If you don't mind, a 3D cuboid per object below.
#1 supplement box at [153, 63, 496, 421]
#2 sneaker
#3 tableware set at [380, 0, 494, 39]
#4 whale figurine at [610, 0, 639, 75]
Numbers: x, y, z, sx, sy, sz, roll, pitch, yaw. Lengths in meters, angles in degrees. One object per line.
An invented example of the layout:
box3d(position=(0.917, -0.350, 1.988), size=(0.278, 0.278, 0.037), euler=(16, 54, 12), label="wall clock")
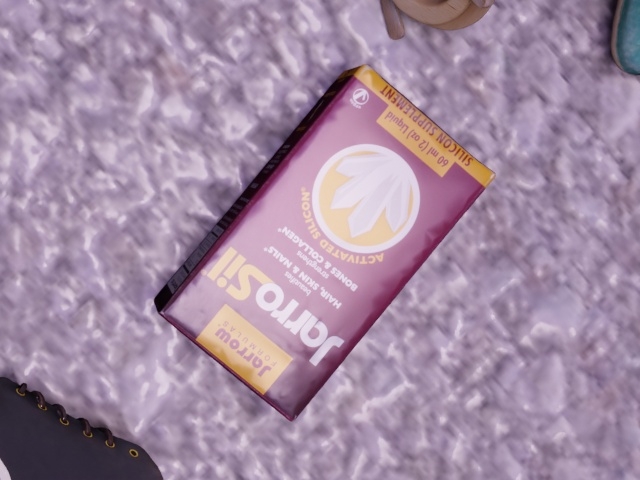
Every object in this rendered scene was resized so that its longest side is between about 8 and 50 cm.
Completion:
box3d(position=(0.000, 0.000, 0.977), size=(0.104, 0.081, 0.188), euler=(40, 87, -7), label="supplement box")
box3d(position=(-0.176, 0.110, 0.971), size=(0.118, 0.083, 0.222), euler=(-22, 85, -28), label="sneaker")
box3d(position=(0.048, -0.214, 0.952), size=(0.039, 0.128, 0.194), euler=(-21, 96, -43), label="tableware set")
box3d(position=(0.205, -0.235, 0.958), size=(0.216, 0.141, 0.272), euler=(-20, 106, -24), label="whale figurine")
